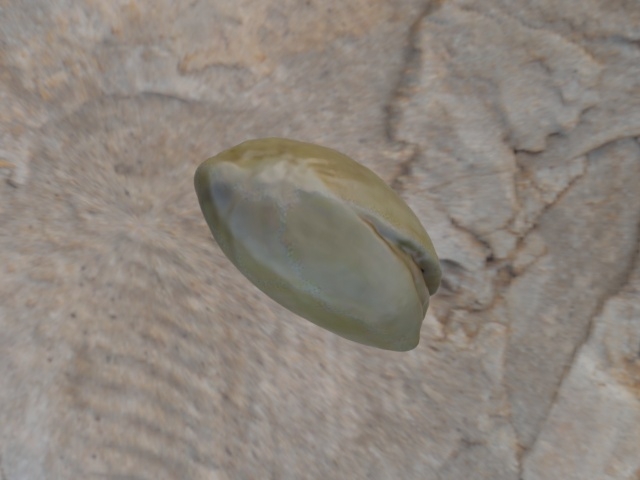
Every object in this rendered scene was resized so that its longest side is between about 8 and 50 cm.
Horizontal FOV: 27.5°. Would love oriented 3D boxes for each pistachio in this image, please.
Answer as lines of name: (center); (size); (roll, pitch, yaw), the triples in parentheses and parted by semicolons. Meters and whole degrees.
pistachio: (0.000, 0.000, 1.331); (0.293, 0.181, 0.162); (32, 63, -23)
